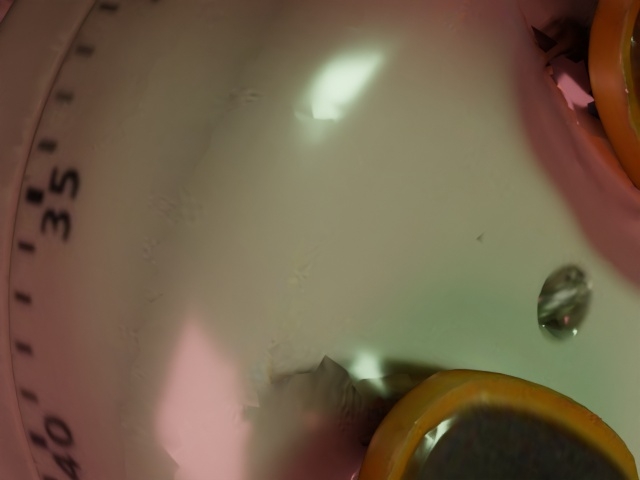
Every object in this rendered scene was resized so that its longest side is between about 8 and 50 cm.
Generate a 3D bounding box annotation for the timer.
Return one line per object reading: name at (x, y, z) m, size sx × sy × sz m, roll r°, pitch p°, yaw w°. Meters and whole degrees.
timer at (0.000, 0.000, 0.478) m, size 0.240 × 0.233 × 0.233 m, roll 15°, pitch 151°, yaw 47°
